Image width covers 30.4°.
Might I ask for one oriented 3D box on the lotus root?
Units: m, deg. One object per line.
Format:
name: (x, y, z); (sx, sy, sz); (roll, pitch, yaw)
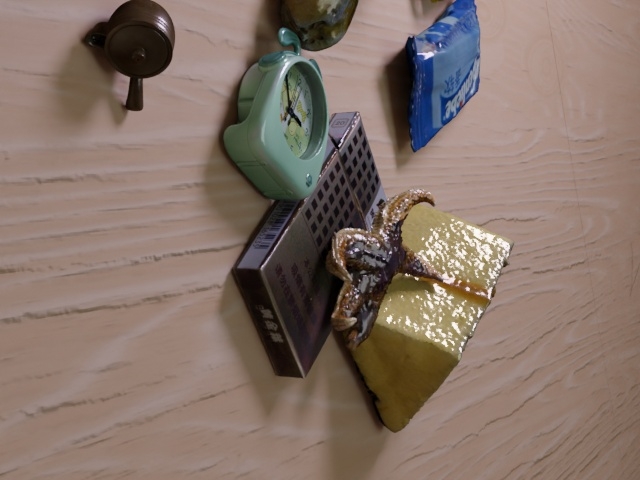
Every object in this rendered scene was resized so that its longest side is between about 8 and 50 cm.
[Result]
lotus root: (0.007, -0.324, 1.471); (0.113, 0.088, 0.192); (76, 26, -57)

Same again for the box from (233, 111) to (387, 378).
box: (0.000, -0.001, 1.501); (0.324, 0.047, 0.180); (-59, 140, -43)

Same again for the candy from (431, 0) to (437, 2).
candy: (0.226, -0.498, 1.882); (0.297, 0.081, 0.187); (-45, 131, -53)

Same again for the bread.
bread: (0.124, 0.113, 1.708); (0.263, 0.198, 0.236); (-58, 170, -38)

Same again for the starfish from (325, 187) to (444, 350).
starfish: (0.080, 0.031, 1.525); (0.238, 0.071, 0.216); (-62, 146, -13)

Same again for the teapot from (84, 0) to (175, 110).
teapot: (-0.187, -0.182, 1.157); (0.080, 0.085, 0.110); (-92, -168, -48)

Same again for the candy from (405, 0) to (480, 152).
candy: (0.199, -0.276, 1.848); (0.331, 0.077, 0.187); (-45, 136, -52)

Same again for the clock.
clock: (-0.043, -0.151, 1.405); (0.148, 0.060, 0.188); (50, 47, -49)
